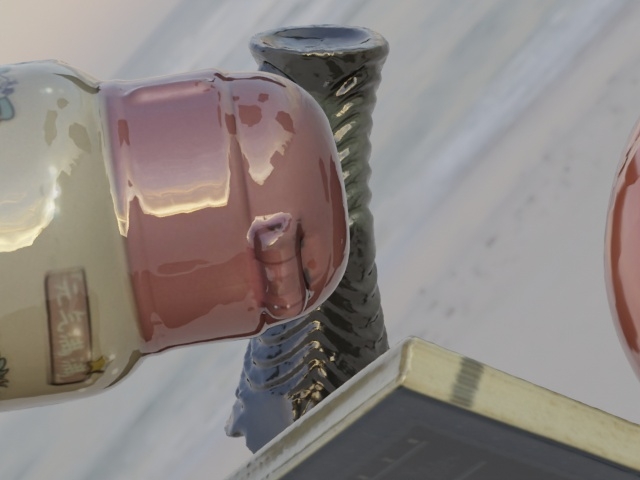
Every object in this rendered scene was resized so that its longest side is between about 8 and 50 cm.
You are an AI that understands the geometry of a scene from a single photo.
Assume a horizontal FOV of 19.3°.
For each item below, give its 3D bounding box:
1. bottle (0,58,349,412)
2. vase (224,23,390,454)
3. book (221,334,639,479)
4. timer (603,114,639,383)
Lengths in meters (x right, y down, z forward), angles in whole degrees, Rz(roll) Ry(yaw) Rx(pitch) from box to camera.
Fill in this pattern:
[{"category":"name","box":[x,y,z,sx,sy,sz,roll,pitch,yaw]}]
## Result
[{"category":"bottle","box":[-0.117,0.001,0.634,0.253,0.120,0.120,-9,8,-3]},{"category":"vase","box":[0.000,0.000,1.070,0.115,0.115,0.237,-77,-13,-73]},{"category":"book","box":[0.100,0.126,0.750,0.191,0.269,0.025,-43,33,49]},{"category":"timer","box":[0.239,0.003,0.821,0.229,0.229,0.215,-44,5,24]}]
